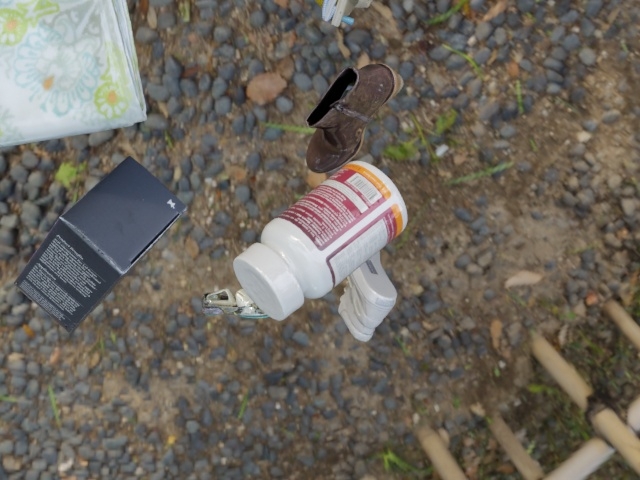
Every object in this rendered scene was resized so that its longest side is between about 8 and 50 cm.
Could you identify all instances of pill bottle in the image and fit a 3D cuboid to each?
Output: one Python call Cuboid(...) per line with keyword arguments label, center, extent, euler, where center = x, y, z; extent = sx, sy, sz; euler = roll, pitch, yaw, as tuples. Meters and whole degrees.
Cuboid(label="pill bottle", center=(0.000, 0.000, 1.176), extent=(0.221, 0.121, 0.121), euler=(-38, 122, -23))

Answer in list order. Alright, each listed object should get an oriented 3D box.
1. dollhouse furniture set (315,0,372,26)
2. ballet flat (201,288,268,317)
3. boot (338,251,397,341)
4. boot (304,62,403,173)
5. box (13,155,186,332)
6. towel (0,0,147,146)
Cuboid(label="dollhouse furniture set", center=(-0.005, -0.448, 1.261), extent=(0.198, 0.286, 0.303), euler=(21, 123, 3))
Cuboid(label="ballet flat", center=(-0.120, 0.087, 1.252), extent=(0.114, 0.041, 0.041), euler=(0, 124, 27))
Cuboid(label="boot", center=(0.066, 0.082, 1.760), extent=(0.095, 0.258, 0.123), euler=(17, 119, -23))
Cuboid(label="boot", center=(0.019, -0.201, 1.491), extent=(0.090, 0.207, 0.248), euler=(50, 117, 12))
Cuboid(label="box", center=(-0.299, 0.008, 1.209), extent=(0.108, 0.153, 0.207), euler=(43, 135, -6))
Cuboid(label="towel", center=(-0.406, -0.261, 1.023), extent=(0.375, 0.090, 0.320), euler=(-10, 106, -5))
